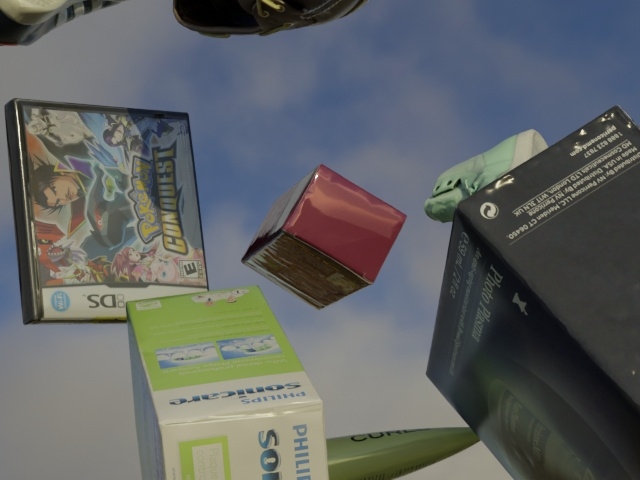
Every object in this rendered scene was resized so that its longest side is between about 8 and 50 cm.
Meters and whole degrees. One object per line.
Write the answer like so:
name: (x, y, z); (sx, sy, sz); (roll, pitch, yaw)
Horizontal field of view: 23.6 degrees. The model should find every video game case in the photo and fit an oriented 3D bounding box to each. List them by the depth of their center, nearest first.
video game case: (-0.259, -0.033, 1.884); (0.248, 0.275, 0.035); (2, -15, -36)

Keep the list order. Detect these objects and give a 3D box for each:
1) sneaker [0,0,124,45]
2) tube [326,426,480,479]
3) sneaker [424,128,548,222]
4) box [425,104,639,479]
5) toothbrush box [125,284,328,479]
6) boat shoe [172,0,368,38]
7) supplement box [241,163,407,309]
sneaker: (-0.349, -0.319, 1.922); (0.148, 0.131, 0.350); (-30, 2, 28)
tube: (0.046, 0.207, 1.454); (0.240, 0.070, 0.062); (-9, -60, -14)
sneaker: (0.192, -0.031, 1.817); (0.151, 0.094, 0.256); (-26, 17, 26)
box: (0.248, 0.108, 1.247); (0.182, 0.294, 0.296); (-32, -26, -19)
toothbrush box: (-0.074, 0.176, 1.187); (0.122, 0.206, 0.283); (-7, 17, -11)
boat shoe: (-0.055, -0.279, 1.672); (0.096, 0.117, 0.324); (-30, 18, -27)
supplement box: (0.000, 0.000, 1.537); (0.104, 0.081, 0.188); (31, -17, -8)
